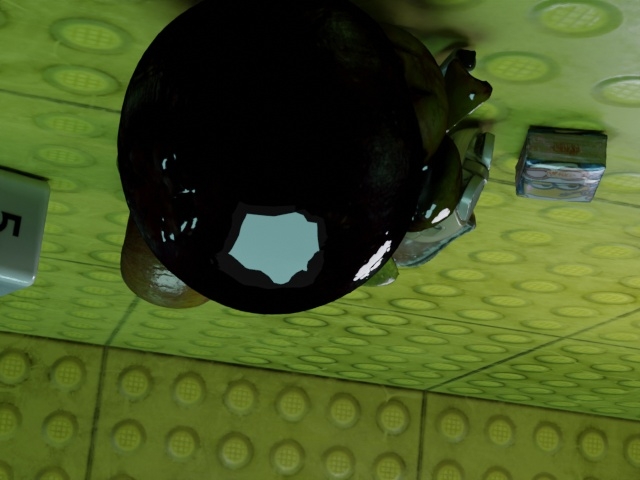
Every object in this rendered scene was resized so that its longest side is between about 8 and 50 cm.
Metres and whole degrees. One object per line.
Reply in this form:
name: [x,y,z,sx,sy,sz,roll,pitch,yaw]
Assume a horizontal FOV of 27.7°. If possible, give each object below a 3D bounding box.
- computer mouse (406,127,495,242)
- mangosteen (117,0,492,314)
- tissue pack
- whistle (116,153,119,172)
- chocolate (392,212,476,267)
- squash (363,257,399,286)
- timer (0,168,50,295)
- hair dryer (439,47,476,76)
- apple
computer mouse: [0.185,-0.075,1.881,0.082,0.145,0.236,27,157,-9]
mangosteen: [-0.019,-0.115,1.492,0.435,0.382,0.382,-21,-176,-38]
tissue pack: [0.343,-0.105,1.871,0.115,0.065,0.155,4,165,4]
whistle: [-0.226,-0.133,2.013,0.198,0.057,0.104,-11,169,27]
chocolate: [0.141,-0.038,2.156,0.156,0.080,0.254,19,154,-19]
squash: [0.000,0.000,2.121,0.169,0.093,0.252,0,137,40]
timer: [-0.607,-0.020,2.275,0.195,0.194,0.192,17,161,-31]
hair dryer: [0.136,-0.166,1.658,0.073,0.131,0.236,16,148,-22]
apple: [-0.245,0.013,2.236,0.187,0.211,0.211,14,164,-3]
